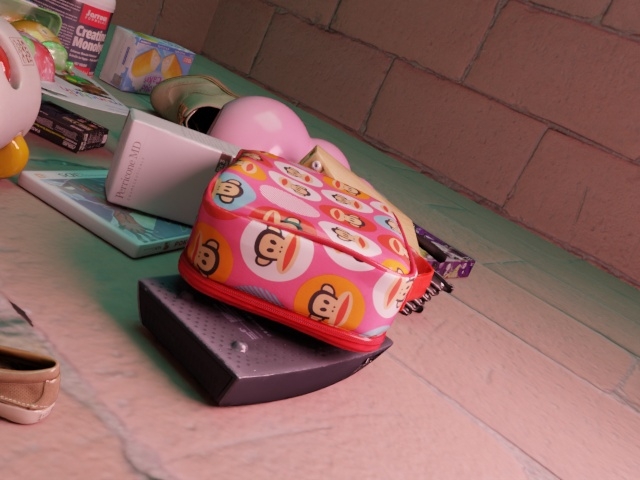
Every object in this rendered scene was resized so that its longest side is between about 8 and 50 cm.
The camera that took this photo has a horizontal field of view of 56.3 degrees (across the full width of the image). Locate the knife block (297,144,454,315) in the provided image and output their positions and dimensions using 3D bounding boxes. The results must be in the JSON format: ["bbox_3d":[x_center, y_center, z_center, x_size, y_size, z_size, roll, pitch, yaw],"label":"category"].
[{"bbox_3d":[0.088,-0.010,0.936,0.276,0.088,0.242,57,27,14],"label":"knife block"}]

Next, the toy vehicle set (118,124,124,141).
[{"bbox_3d":[-0.238,-0.155,1.180,0.266,0.035,0.166,6,24,-48],"label":"toy vehicle set"}]

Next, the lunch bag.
[{"bbox_3d":[0.000,0.000,0.668,0.258,0.120,0.293,21,17,-3],"label":"lunch bag"}]

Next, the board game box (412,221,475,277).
[{"bbox_3d":[0.159,0.009,1.232,0.208,0.056,0.346,30,16,34],"label":"board game box"}]

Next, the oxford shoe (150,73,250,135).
[{"bbox_3d":[-0.283,-0.305,1.395,0.397,0.141,0.146,20,27,33],"label":"oxford shoe"}]

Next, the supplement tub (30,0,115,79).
[{"bbox_3d":[-0.576,-0.496,1.338,0.191,0.272,0.191,23,16,-7],"label":"supplement tub"}]

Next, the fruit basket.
[{"bbox_3d":[-0.503,-0.316,0.963,0.353,0.165,0.327,32,15,29],"label":"fruit basket"}]

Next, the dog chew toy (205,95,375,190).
[{"bbox_3d":[-0.043,-0.098,1.014,0.331,0.207,0.206,28,14,-17],"label":"dog chew toy"}]

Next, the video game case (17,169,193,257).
[{"bbox_3d":[-0.265,-0.044,0.810,0.201,0.023,0.183,30,17,16],"label":"video game case"}]

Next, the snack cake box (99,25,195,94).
[{"bbox_3d":[-0.485,-0.497,1.696,0.089,0.152,0.264,30,17,15],"label":"snack cake box"}]

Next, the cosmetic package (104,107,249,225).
[{"bbox_3d":[-0.165,-0.083,0.826,0.231,0.117,0.085,15,17,-27],"label":"cosmetic package"}]

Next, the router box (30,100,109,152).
[{"bbox_3d":[-0.434,-0.192,1.003,0.122,0.038,0.092,25,17,0],"label":"router box"}]

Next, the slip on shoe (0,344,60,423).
[{"bbox_3d":[-0.244,0.081,0.405,0.135,0.041,0.051,23,16,-5],"label":"slip on shoe"}]

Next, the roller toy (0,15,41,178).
[{"bbox_3d":[-0.434,-0.182,0.691,0.209,0.191,0.146,22,15,-9],"label":"roller toy"}]

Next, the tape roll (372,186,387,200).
[{"bbox_3d":[0.040,-0.106,1.372,0.219,0.072,0.219,22,16,-7],"label":"tape roll"}]

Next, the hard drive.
[{"bbox_3d":[-0.052,0.094,0.626,0.172,0.054,0.254,35,19,32],"label":"hard drive"}]
